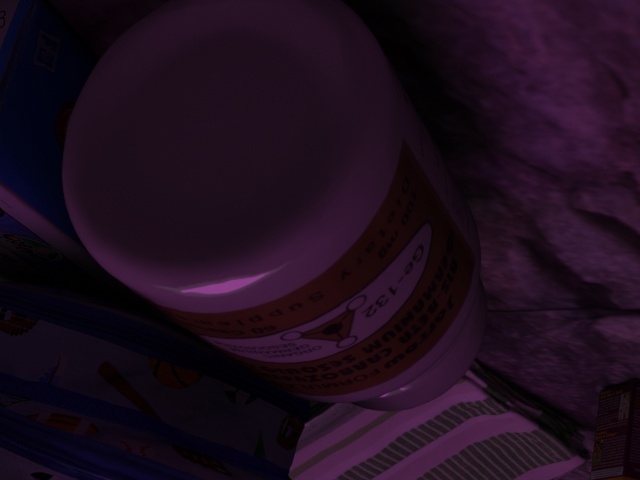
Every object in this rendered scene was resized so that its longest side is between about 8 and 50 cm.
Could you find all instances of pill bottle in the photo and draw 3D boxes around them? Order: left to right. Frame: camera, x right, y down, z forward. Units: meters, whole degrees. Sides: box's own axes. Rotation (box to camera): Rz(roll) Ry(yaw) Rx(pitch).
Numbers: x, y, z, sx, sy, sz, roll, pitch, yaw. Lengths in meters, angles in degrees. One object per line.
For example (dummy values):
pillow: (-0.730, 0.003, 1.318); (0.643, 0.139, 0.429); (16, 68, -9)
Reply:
pill bottle: (0.000, 0.000, 0.485); (0.131, 0.131, 0.229); (4, 160, 23)

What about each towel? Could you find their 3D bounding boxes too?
towel: (0.075, 0.198, 0.959); (0.248, 0.038, 0.325); (-36, 139, 18)

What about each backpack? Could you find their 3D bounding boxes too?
backpack: (-0.111, 0.140, 0.555); (0.263, 0.213, 0.276); (18, 175, 42)

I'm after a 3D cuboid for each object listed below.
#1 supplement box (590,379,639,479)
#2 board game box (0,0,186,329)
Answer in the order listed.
supplement box: (0.243, 0.156, 0.849); (0.043, 0.083, 0.055); (15, 161, -10)
board game box: (-0.225, -0.024, 0.630); (0.302, 0.086, 0.308); (6, 160, 19)
